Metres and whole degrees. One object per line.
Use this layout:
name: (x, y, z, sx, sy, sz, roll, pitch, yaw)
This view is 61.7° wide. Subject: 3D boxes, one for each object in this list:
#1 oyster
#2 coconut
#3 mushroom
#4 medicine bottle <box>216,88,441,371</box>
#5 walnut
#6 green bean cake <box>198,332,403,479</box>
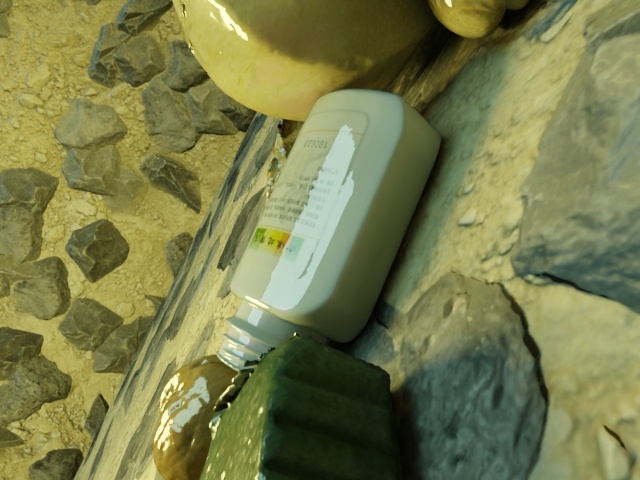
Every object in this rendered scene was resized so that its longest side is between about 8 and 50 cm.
oyster: (-0.017, -0.166, 0.874, 0.361, 0.096, 0.221, -76, -21, -51)
coconut: (-0.013, -0.325, 0.662, 0.352, 0.353, 0.352, -53, 20, 30)
mushroom: (0.168, -0.281, 0.548, 0.148, 0.112, 0.148, -57, 17, 28)
medicine bottle: (0.000, 0.000, 0.599, 0.179, 0.124, 0.324, 14, 76, 50)
walnut: (-0.124, 0.212, 0.637, 0.166, 0.149, 0.166, -46, -4, -4)
green bean cake: (-0.036, 0.212, 0.419, 0.227, 0.125, 0.222, -53, 23, 35)
